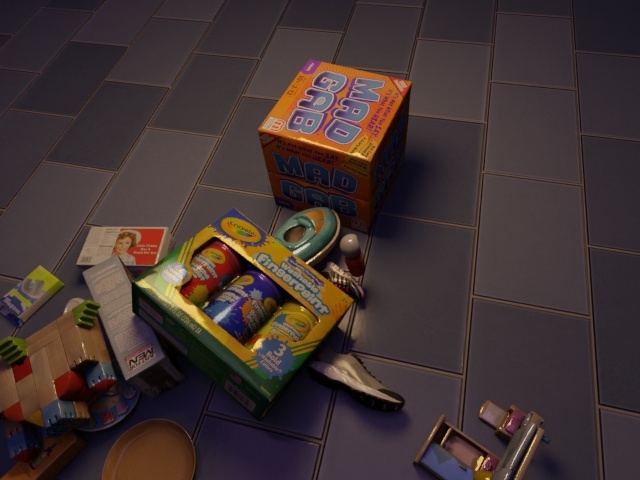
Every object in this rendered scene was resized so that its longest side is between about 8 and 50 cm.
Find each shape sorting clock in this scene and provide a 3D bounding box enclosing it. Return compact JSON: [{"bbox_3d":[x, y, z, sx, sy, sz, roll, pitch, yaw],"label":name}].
[{"bbox_3d":[-0.600,0.418,1.278,0.206,0.040,0.206,5,50,-6],"label":"shape sorting clock"}]

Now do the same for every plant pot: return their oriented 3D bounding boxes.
[{"bbox_3d":[-0.429,0.577,1.181,0.236,0.032,0.236,-3,56,4],"label":"plant pot"}]

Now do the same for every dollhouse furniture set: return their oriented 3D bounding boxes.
[{"bbox_3d":[0.366,0.439,1.042,0.198,0.303,0.286,31,64,22],"label":"dollhouse furniture set"}]

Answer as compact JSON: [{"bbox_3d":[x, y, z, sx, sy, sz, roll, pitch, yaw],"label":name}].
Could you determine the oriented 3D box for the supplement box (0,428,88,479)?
[{"bbox_3d":[-0.715,0.579,1.178,0.078,0.080,0.233,33,67,23],"label":"supplement box"}]

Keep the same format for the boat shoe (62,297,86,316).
[{"bbox_3d":[-0.733,0.274,1.376,0.095,0.084,0.258,-15,57,-5],"label":"boat shoe"}]

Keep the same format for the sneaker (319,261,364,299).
[{"bbox_3d":[0.058,0.135,1.414,0.075,0.063,0.170,-40,57,-20],"label":"sneaker"}]

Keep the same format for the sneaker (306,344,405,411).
[{"bbox_3d":[0.100,0.363,1.240,0.271,0.100,0.108,23,56,19],"label":"sneaker"}]

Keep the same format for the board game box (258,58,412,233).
[{"bbox_3d":[0.061,-0.305,1.529,0.356,0.356,0.356,19,60,17],"label":"board game box"}]

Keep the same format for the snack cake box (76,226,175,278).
[{"bbox_3d":[-0.628,0.039,1.520,0.264,0.089,0.152,1,55,5],"label":"snack cake box"}]

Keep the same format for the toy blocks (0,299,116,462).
[{"bbox_3d":[-0.672,0.365,1.163,0.381,0.191,0.261,-32,65,0],"label":"toy blocks"}]

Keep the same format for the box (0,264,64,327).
[{"bbox_3d":[-0.924,0.175,1.484,0.109,0.042,0.178,28,62,22],"label":"box"}]

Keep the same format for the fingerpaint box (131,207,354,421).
[{"bbox_3d":[-0.199,0.172,1.240,0.444,0.163,0.371,38,49,11],"label":"fingerpaint box"}]

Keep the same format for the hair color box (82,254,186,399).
[{"bbox_3d":[-0.527,0.241,1.319,0.113,0.185,0.374,-29,59,-15],"label":"hair color box"}]

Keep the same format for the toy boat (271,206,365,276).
[{"bbox_3d":[0.000,0.000,1.407,0.318,0.148,0.267,23,57,33],"label":"toy boat"}]
